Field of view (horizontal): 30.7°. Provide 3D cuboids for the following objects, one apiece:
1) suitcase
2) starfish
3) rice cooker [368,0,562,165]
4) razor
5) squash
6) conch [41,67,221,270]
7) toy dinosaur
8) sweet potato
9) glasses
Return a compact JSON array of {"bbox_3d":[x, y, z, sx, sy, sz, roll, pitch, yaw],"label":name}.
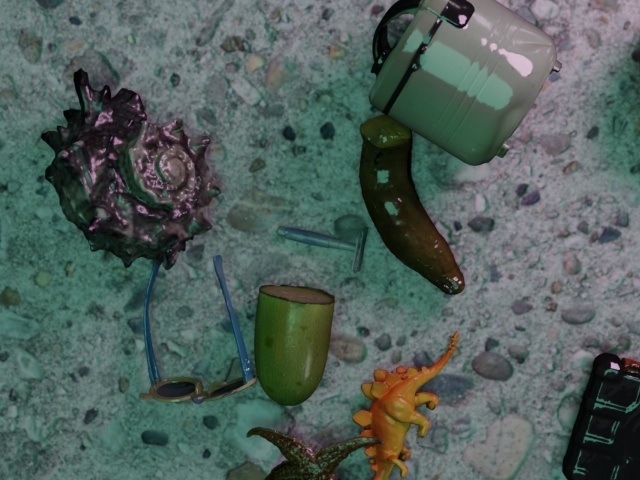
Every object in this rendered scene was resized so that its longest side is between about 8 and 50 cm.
[{"bbox_3d":[0.518,0.296,1.718,0.285,0.066,0.206,15,101,4],"label":"suitcase"},{"bbox_3d":[-0.010,0.348,1.757,0.238,0.057,0.213,-39,91,28],"label":"starfish"},{"bbox_3d":[0.186,-0.238,1.600,0.244,0.226,0.226,29,101,0],"label":"rice cooker"},{"bbox_3d":[0.000,0.000,1.743,0.135,0.040,0.068,12,99,9],"label":"razor"},{"bbox_3d":[-0.045,0.160,1.733,0.123,0.123,0.187,9,105,4],"label":"squash"},{"bbox_3d":[-0.273,-0.102,1.691,0.240,0.186,0.313,-36,74,-16],"label":"conch"},{"bbox_3d":[0.111,0.253,1.756,0.117,0.070,0.288,23,96,2],"label":"toy dinosaur"},{"bbox_3d":[0.125,-0.043,1.690,0.112,0.085,0.286,-21,96,35],"label":"sweet potato"},{"bbox_3d":[-0.180,0.136,1.758,0.189,0.088,0.221,-6,79,33],"label":"glasses"}]
